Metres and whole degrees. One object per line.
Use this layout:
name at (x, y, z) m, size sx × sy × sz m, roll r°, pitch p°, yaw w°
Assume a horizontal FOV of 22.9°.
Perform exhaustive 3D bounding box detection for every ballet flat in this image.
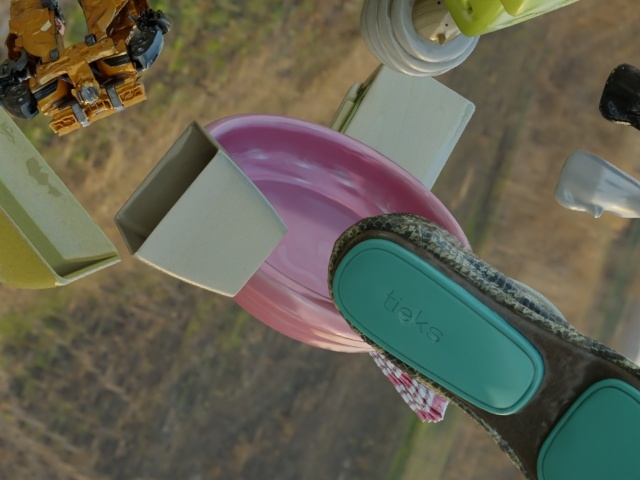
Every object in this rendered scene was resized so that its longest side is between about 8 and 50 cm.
ballet flat at (0.219, 0.136, 1.416) m, size 0.164 × 0.483 × 0.182 m, roll -55°, pitch 165°, yaw 26°

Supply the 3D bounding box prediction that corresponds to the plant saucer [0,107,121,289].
plant saucer at (-0.427, -0.066, 2.083) m, size 0.081 × 0.332 × 0.333 m, roll -38°, pitch 180°, yaw 8°

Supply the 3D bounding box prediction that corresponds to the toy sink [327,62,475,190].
toy sink at (0.070, -0.110, 1.922) m, size 0.152 × 0.131 × 0.234 m, roll -60°, pitch -175°, yaw -11°

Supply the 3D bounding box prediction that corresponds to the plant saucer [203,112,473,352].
plant saucer at (0.000, 0.000, 1.634) m, size 0.084 × 0.332 × 0.332 m, roll -59°, pitch 176°, yaw 32°

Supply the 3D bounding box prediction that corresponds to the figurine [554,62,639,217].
figurine at (0.443, -0.102, 2.061) m, size 0.214 × 0.209 × 0.092 m, roll -62°, pitch 152°, yaw -8°

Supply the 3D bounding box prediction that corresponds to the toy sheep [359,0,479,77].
toy sheep at (0.071, -0.156, 1.102) m, size 0.091 × 0.091 × 0.132 m, roll -68°, pitch -164°, yaw -9°

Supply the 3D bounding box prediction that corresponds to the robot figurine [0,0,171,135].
robot figurine at (-0.265, -0.216, 1.764) m, size 0.291 × 0.211 × 0.085 m, roll -110°, pitch 177°, yaw -55°

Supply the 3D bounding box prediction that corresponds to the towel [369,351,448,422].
towel at (0.096, 0.097, 1.794) m, size 0.029 × 0.197 × 0.144 m, roll -31°, pitch -169°, yaw 33°

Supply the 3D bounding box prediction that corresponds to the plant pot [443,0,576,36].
plant pot at (0.149, -0.254, 0.896) m, size 0.207 × 0.227 × 0.228 m, roll -94°, pitch 161°, yaw -80°

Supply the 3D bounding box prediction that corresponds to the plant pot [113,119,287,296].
plant pot at (-0.091, -0.017, 1.288) m, size 0.109 × 0.096 × 0.109 m, roll -50°, pitch -157°, yaw 4°
